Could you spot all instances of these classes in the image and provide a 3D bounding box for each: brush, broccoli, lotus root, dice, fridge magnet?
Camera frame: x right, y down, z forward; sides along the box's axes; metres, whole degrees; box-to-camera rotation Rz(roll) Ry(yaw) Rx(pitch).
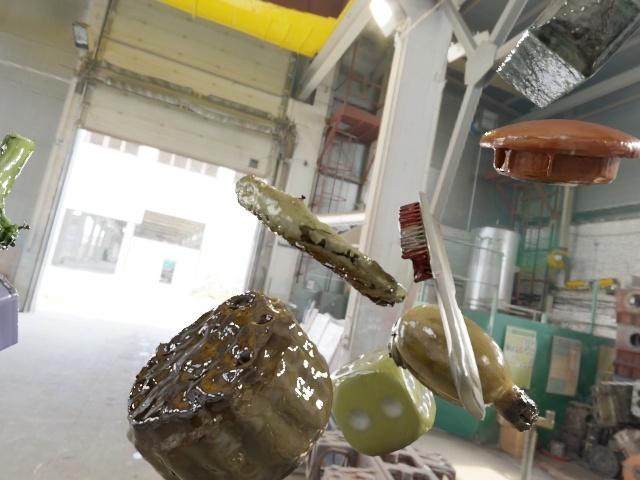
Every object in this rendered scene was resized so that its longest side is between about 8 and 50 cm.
[{"bbox_3d":[0.118,0.042,0.469,0.050,0.060,0.321,-20,27,17],"label":"brush"},{"bbox_3d":[-0.745,-0.112,0.984,0.146,0.303,0.165,6,-22,27],"label":"broccoli"},{"bbox_3d":[0.287,0.251,0.868,0.310,0.182,0.183,36,6,29],"label":"lotus root"},{"bbox_3d":[0.174,0.439,1.233,0.233,0.226,0.238,-27,-5,18],"label":"dice"},{"bbox_3d":[0.591,-0.224,1.095,0.364,0.155,0.363,4,14,-1],"label":"fridge magnet"}]

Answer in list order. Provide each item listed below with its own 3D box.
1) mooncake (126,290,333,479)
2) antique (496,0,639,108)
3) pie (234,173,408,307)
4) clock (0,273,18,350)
[{"bbox_3d":[-0.148,0.240,0.709,0.324,0.324,0.187,2,-49,51],"label":"mooncake"},{"bbox_3d":[0.289,-0.232,0.518,0.088,0.086,0.183,41,12,4],"label":"antique"},{"bbox_3d":[0.000,0.000,0.586,0.274,0.055,0.274,36,-1,1],"label":"pie"},{"bbox_3d":[-0.636,0.101,0.787,0.194,0.144,0.073,35,32,18],"label":"clock"}]
